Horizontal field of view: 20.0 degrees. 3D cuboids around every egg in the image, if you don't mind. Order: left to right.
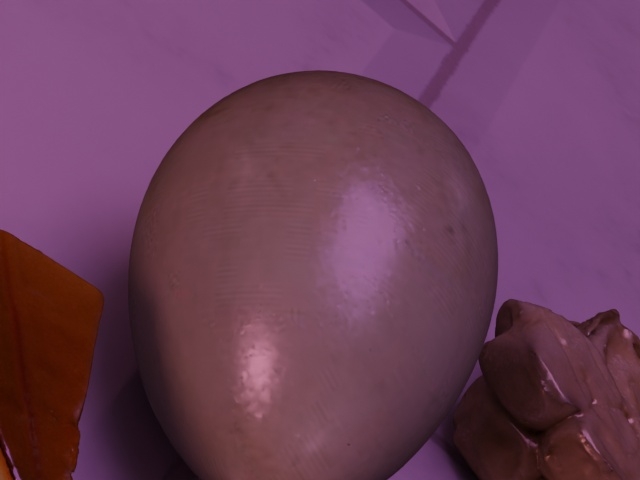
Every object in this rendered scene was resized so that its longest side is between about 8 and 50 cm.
[{"bbox_3d":[-0.008,0.033,1.066,0.218,0.218,0.295,31,46,-19],"label":"egg"}]

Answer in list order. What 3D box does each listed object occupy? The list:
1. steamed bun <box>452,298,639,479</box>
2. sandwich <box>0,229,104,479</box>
[{"bbox_3d":[0.169,0.128,1.254,0.192,0.106,0.177,53,28,-1],"label":"steamed bun"},{"bbox_3d":[-0.201,0.080,0.892,0.144,0.117,0.187,28,37,-19],"label":"sandwich"}]
